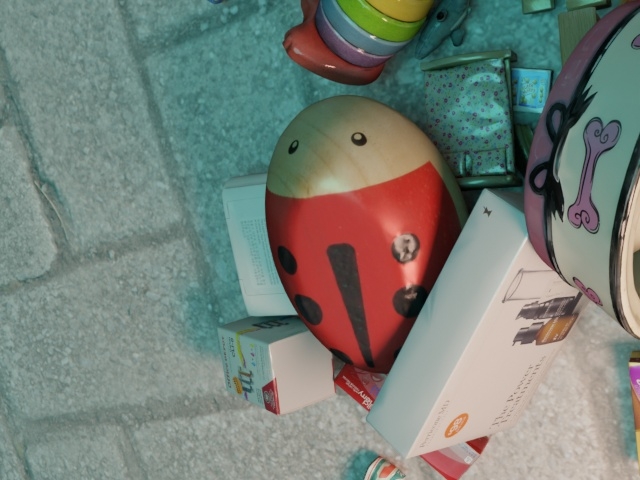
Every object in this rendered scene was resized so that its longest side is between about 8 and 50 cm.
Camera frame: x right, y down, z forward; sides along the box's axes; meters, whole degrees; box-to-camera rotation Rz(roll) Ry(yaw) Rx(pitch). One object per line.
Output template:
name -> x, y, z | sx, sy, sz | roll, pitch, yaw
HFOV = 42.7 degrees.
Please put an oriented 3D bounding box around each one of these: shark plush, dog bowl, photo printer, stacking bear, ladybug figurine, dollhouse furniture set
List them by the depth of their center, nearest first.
dog bowl -> 0.397, -0.098, 0.962 | 0.150, 0.407, 0.408 | 27, 116, 41
dollhouse furniture set -> 0.217, -0.228, 1.136 | 0.355, 0.173, 0.304 | -5, 87, 27
stacking bear -> 0.093, -0.370, 1.161 | 0.164, 0.175, 0.289 | 29, 139, -13
ladybug figurine -> 0.063, 0.021, 1.178 | 0.304, 0.162, 0.450 | -9, 114, 23
shark plush -> 0.192, -0.328, 1.192 | 0.073, 0.067, 0.161 | 51, 146, 1
photo printer -> 0.000, 0.000, 1.377 | 0.307, 0.107, 0.256 | -6, 102, 28

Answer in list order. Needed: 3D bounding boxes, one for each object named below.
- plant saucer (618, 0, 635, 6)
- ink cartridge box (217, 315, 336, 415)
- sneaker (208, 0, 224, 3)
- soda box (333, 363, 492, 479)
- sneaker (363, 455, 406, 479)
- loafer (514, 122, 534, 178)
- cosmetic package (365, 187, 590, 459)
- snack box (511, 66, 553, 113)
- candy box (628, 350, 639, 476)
plant saucer -> 0.493, -0.289, 1.070 | 0.199, 0.037, 0.200 | 18, 124, 29
ink cartridge box -> -0.078, 0.208, 1.427 | 0.176, 0.127, 0.128 | 8, 108, 54
sneaker -> -0.164, -0.490, 1.357 | 0.078, 0.067, 0.188 | 33, 118, 9
soda box -> 0.156, 0.280, 1.379 | 0.263, 0.092, 0.083 | 39, 119, 13
sneaker -> 0.109, 0.472, 1.473 | 0.075, 0.057, 0.161 | 22, 109, 27
loafer -> 0.327, -0.109, 1.217 | 0.050, 0.056, 0.148 | -21, 85, -7
cosmetic package -> 0.255, 0.117, 1.160 | 0.097, 0.284, 0.377 | 41, 117, 39
snack box -> 0.257, -0.231, 1.236 | 0.178, 0.022, 0.064 | 10, 106, 25
candy box -> 0.523, 0.259, 1.210 | 0.109, 0.053, 0.187 | -3, 103, 28
